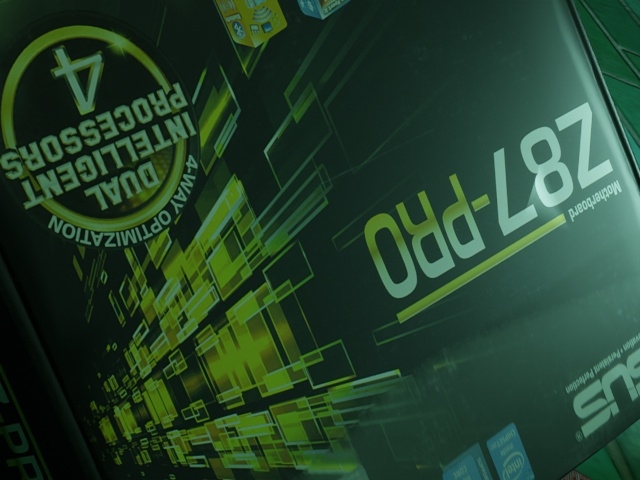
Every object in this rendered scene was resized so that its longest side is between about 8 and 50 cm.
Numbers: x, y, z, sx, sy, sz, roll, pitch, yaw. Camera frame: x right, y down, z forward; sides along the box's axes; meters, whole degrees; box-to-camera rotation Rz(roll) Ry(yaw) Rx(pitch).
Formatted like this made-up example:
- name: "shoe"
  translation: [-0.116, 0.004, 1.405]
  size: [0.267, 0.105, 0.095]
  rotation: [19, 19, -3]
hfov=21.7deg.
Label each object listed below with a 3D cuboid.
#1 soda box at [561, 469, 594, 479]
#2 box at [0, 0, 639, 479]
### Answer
- name: "soda box"
  translation: [0.108, 0.214, 0.838]
  size: [0.083, 0.092, 0.263]
  rotation: [27, 24, -5]
- name: "box"
  translation: [0.000, 0.000, 0.810]
  size: [0.395, 0.097, 0.318]
  rotation: [-27, 99, -40]
